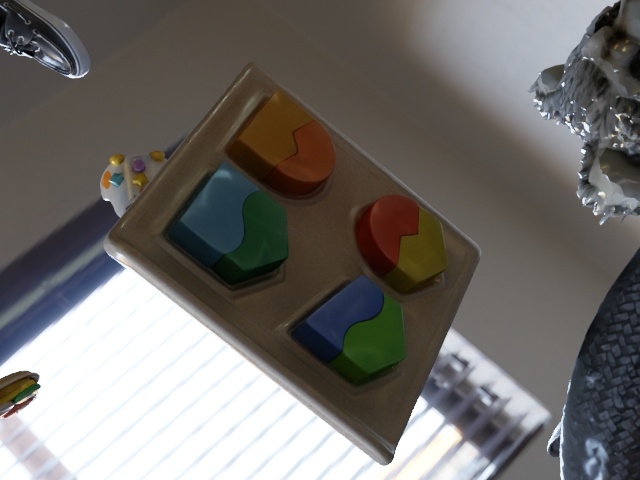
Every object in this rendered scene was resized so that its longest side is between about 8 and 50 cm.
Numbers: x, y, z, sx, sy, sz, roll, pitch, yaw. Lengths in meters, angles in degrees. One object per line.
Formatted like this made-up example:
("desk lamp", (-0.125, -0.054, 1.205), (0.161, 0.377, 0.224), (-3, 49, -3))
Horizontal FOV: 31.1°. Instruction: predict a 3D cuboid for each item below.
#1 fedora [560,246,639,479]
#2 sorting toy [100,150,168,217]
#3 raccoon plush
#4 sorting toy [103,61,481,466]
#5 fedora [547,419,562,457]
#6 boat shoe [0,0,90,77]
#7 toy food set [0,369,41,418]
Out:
("fedora", (0.260, 0.069, 0.542), (0.334, 0.334, 0.152), (-52, 11, 4))
("sorting toy", (-0.184, -0.052, 1.186), (0.083, 0.075, 0.045), (-7, -44, -10))
("raccoon plush", (0.369, -0.055, 0.839), (0.299, 0.446, 0.216), (-37, 21, 16))
("sorting toy", (0.000, 0.000, 0.660), (0.038, 0.193, 0.208), (-45, 10, 40))
("fedora", (0.376, 0.221, 1.230), (0.243, 0.124, 0.275), (-12, -30, -13))
("boat shoe", (-0.425, -0.298, 1.605), (0.076, 0.228, 0.080), (-45, -4, -37))
("toy food set", (-0.235, 0.121, 0.819), (0.083, 0.020, 0.082), (-32, -11, -20))
